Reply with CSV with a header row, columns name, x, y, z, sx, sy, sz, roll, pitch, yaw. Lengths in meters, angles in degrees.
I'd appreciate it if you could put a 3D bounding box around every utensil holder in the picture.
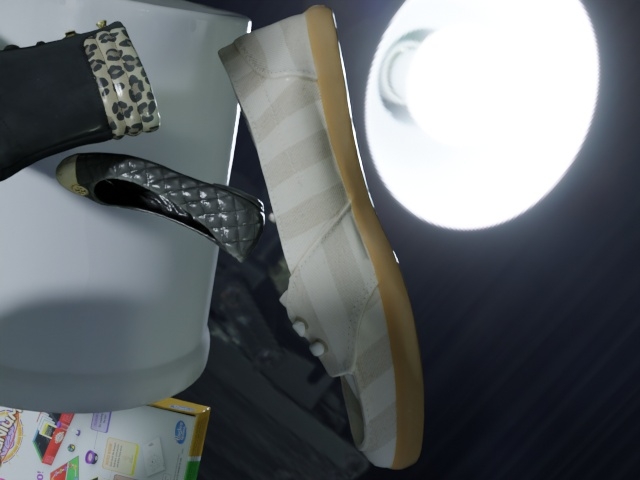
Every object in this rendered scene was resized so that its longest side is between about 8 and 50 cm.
name,x,y,z,sx,sy,sz,roll,pitch,yaw
utensil holder,-0.252,-0.069,0.905,0.327,0.386,0.327,10,-165,-3

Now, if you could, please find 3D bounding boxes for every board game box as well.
name,x,y,z,sx,sy,sz,roll,pitch,yaw
board game box,-0.329,0.311,1.175,0.316,0.242,0.064,12,-179,8

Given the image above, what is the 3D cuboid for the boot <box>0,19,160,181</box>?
name,x,y,z,sx,sy,sz,roll,pitch,yaw
boot,-0.238,-0.129,0.653,0.236,0.178,0.085,56,159,36

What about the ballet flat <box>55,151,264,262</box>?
name,x,y,z,sx,sy,sz,roll,pitch,yaw
ballet flat,-0.127,-0.029,0.662,0.173,0.049,0.057,15,158,10

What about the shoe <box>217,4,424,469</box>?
name,x,y,z,sx,sy,sz,roll,pitch,yaw
shoe,0.000,0.000,0.406,0.076,0.058,0.219,110,148,-80
